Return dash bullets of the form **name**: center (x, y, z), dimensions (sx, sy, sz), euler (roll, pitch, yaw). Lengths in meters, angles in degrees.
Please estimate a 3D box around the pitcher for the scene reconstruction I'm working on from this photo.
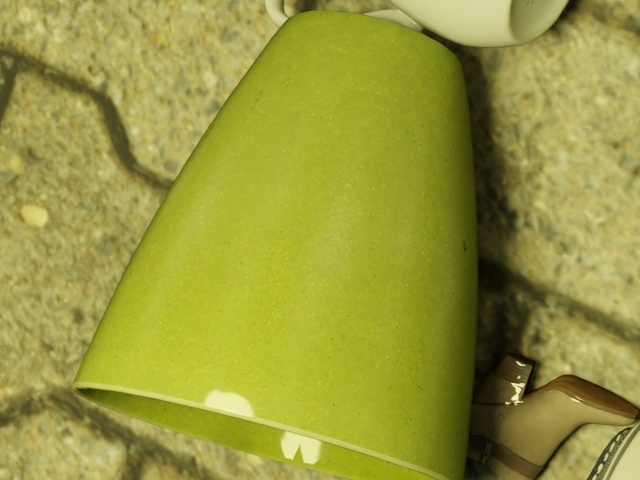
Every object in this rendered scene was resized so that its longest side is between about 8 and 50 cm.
- **pitcher**: center (0.067, -0.198, 1.141), dimensions (0.207, 0.125, 0.178), euler (33, 98, 30)

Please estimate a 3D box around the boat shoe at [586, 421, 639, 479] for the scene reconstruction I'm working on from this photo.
- **boat shoe**: center (0.131, 0.257, 1.103), dimensions (0.158, 0.127, 0.341), euler (26, 94, 35)

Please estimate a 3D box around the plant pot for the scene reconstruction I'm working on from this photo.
- **plant pot**: center (0.000, 0.000, 1.112), dimensions (0.274, 0.275, 0.294), euler (10, 77, 25)

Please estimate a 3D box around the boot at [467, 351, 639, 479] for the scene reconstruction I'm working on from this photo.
- **boot**: center (0.159, 0.136, 1.139), dimensions (0.118, 0.042, 0.087), euler (24, 105, 25)
